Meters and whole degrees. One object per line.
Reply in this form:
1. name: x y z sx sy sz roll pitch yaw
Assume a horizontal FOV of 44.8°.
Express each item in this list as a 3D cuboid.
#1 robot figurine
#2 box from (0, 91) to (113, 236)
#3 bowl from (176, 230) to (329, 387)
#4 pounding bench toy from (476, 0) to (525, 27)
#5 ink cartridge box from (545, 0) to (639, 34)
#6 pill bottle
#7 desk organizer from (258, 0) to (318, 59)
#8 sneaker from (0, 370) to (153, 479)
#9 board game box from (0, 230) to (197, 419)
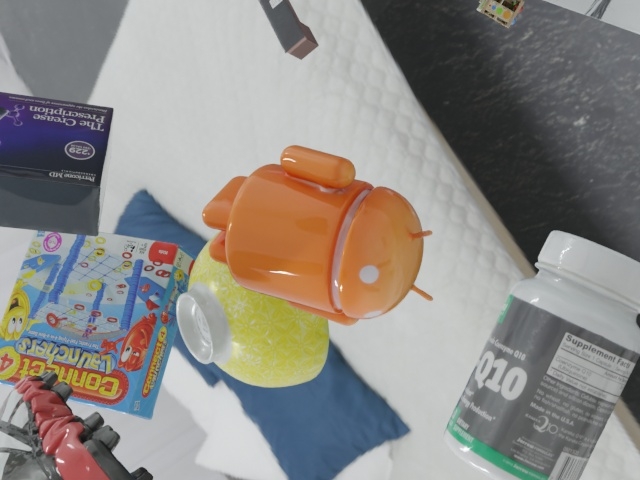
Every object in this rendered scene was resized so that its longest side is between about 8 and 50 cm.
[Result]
1. robot figurine: 0.000 -0.001 0.721 0.220 0.128 0.158 14 93 21
2. box: -0.430 -0.113 1.076 0.103 0.261 0.184 109 161 -45
3. bowl: -0.133 0.115 1.234 0.289 0.156 0.289 28 127 46
4. pounding bench toy: 0.319 -0.416 1.377 0.065 0.083 0.052 28 110 -7
5. ink cartridge box: 0.499 -0.447 1.276 0.289 0.211 0.121 22 132 7
6. pill bottle: 0.347 0.182 1.156 0.204 0.204 0.361 26 92 38
7. desk organizer: -0.056 -0.383 1.358 0.047 0.050 0.130 -35 68 24
8. sneaker: -0.223 0.182 0.594 0.097 0.135 0.276 56 158 -21
9. board game box: -0.411 0.139 1.396 0.308 0.301 0.086 8 162 18
